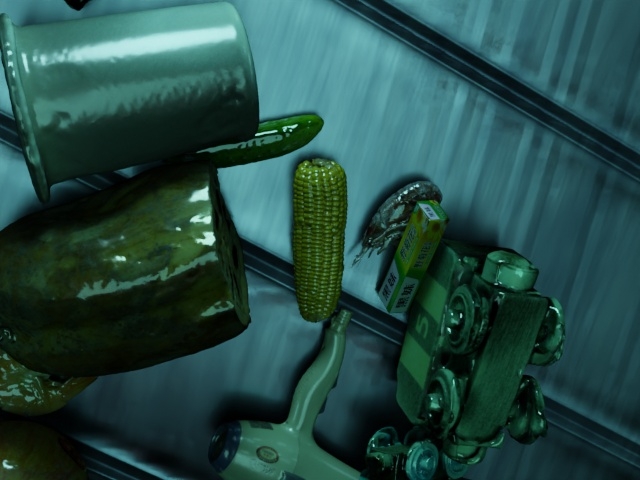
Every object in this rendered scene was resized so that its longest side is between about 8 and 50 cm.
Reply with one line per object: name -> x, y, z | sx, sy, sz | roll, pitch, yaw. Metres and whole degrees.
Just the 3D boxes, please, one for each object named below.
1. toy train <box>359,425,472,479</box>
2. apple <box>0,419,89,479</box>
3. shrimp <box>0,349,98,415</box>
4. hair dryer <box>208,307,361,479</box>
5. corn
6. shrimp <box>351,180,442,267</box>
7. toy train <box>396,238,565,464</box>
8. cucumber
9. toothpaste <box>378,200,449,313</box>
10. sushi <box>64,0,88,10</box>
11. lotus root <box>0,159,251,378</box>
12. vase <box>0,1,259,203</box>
toy train -> 0.139, 0.351, 1.490 | 0.197, 0.107, 0.155 | 5, 93, -42
apple -> -0.426, 0.356, 1.411 | 0.211, 0.188, 0.211 | -2, 104, -10
shrimp -> -0.369, 0.183, 1.443 | 0.217, 0.051, 0.115 | -13, 112, -4
hair dryer -> 0.024, 0.297, 1.508 | 0.298, 0.119, 0.296 | -45, 112, -7
corn -> 0.000, 0.000, 1.425 | 0.080, 0.080, 0.231 | -3, 107, -6
shrimp -> 0.103, -0.021, 1.442 | 0.065, 0.057, 0.165 | 36, 103, -24
toy train -> 0.216, 0.147, 1.406 | 0.166, 0.238, 0.299 | 9, 105, -17
cucumber -> -0.116, -0.129, 1.389 | 0.250, 0.056, 0.056 | -10, 106, -6
toothpaste -> 0.128, 0.025, 1.422 | 0.037, 0.043, 0.179 | -5, 134, -29
sushi -> -0.306, -0.343, 1.282 | 0.084, 0.098, 0.094 | -34, 111, 6
lotus root -> -0.271, 0.047, 1.323 | 0.345, 0.250, 0.251 | -14, 106, -3
vase -> -0.234, -0.187, 1.283 | 0.291, 0.245, 0.245 | -12, 106, -13
